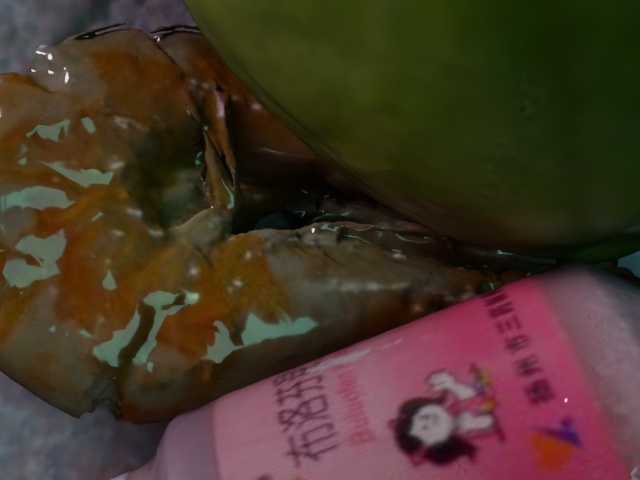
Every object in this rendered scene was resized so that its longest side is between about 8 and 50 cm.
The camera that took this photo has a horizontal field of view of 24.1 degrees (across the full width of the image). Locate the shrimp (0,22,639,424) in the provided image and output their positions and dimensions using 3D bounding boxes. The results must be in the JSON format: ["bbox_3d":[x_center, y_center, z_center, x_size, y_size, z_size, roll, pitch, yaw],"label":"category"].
[{"bbox_3d":[0.001,0.000,0.576,0.294,0.062,0.154,9,77,-23],"label":"shrimp"}]

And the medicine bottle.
[{"bbox_3d":[0.010,0.110,0.493,0.247,0.147,0.147,-21,96,2],"label":"medicine bottle"}]

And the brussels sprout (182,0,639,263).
[{"bbox_3d":[0.080,-0.161,0.526,0.344,0.268,0.344,-2,92,-51],"label":"brussels sprout"}]
